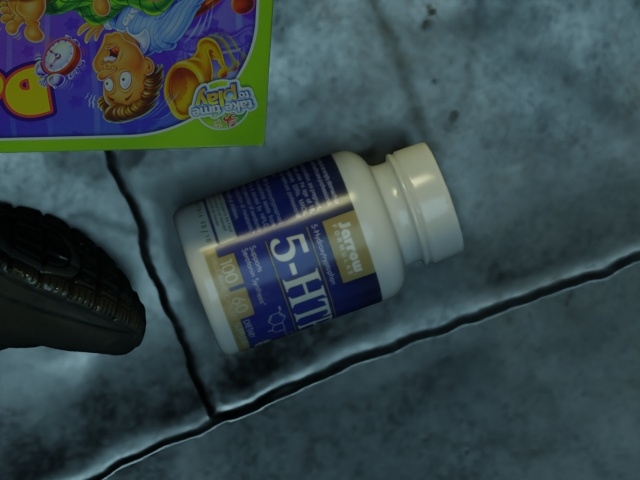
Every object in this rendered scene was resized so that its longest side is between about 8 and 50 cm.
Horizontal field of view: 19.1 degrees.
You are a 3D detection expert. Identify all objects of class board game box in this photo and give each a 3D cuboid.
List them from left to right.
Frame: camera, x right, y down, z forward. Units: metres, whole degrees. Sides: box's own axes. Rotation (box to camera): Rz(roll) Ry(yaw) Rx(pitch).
[{"bbox_3d":[-0.203,-0.172,1.176,0.347,0.078,0.233,-2,122,-11],"label":"board game box"}]

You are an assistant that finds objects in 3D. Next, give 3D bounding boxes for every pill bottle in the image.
[{"bbox_3d":[0.000,0.000,1.344,0.186,0.112,0.112,-20,108,-2],"label":"pill bottle"}]

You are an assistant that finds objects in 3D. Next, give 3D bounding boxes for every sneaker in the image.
[{"bbox_3d":[-0.264,0.037,1.333,0.286,0.109,0.130,17,112,-6],"label":"sneaker"}]
